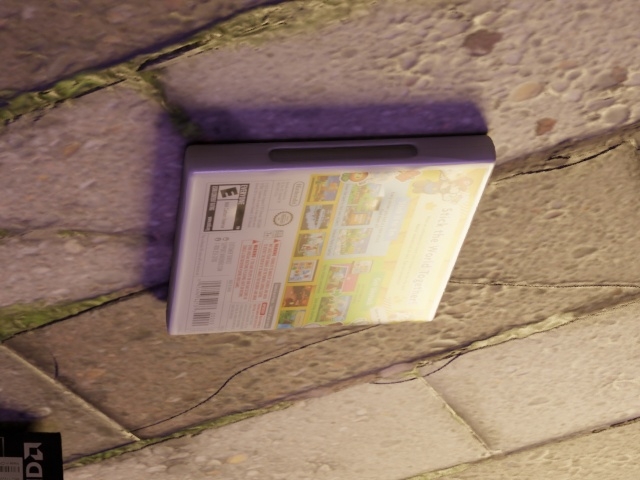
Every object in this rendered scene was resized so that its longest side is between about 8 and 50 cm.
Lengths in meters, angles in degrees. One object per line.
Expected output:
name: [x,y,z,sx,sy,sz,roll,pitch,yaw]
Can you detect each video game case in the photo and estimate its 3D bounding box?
video game case: [0.000,0.000,1.197,0.206,0.026,0.227,-2,149,-10]

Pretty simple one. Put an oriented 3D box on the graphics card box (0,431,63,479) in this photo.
graphics card box: [-0.417,0.243,1.441,0.371,0.094,0.233,2,150,-20]
